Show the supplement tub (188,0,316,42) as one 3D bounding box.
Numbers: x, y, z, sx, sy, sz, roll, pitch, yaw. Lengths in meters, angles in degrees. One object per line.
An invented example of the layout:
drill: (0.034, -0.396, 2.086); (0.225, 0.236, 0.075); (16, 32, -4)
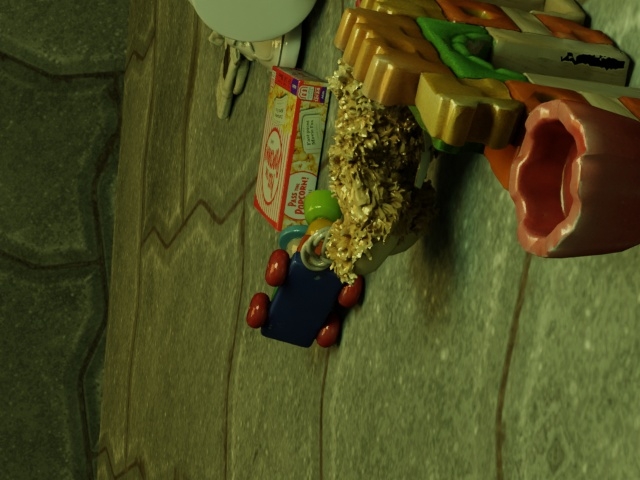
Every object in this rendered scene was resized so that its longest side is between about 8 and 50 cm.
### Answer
supplement tub: (-0.105, -0.400, 1.753); (0.272, 0.191, 0.191); (-106, 27, -52)

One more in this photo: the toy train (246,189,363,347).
toy train: (0.000, 0.000, 1.471); (0.248, 0.105, 0.143); (116, 167, -50)

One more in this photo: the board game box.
board game box: (-0.038, -0.119, 1.703); (0.147, 0.045, 0.193); (-138, 54, -70)

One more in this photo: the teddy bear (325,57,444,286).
teddy bear: (0.058, -0.126, 1.176); (0.245, 0.113, 0.338); (-45, -36, -53)

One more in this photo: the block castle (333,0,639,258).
block castle: (0.143, -0.205, 0.823); (0.453, 0.213, 0.303); (-114, 33, -58)

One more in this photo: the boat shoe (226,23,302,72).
boat shoe: (-0.090, -0.297, 1.852); (0.267, 0.088, 0.096); (-118, 37, -62)

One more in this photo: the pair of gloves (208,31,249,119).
pair of gloves: (-0.149, -0.344, 2.150); (0.204, 0.042, 0.240); (127, 145, -62)
